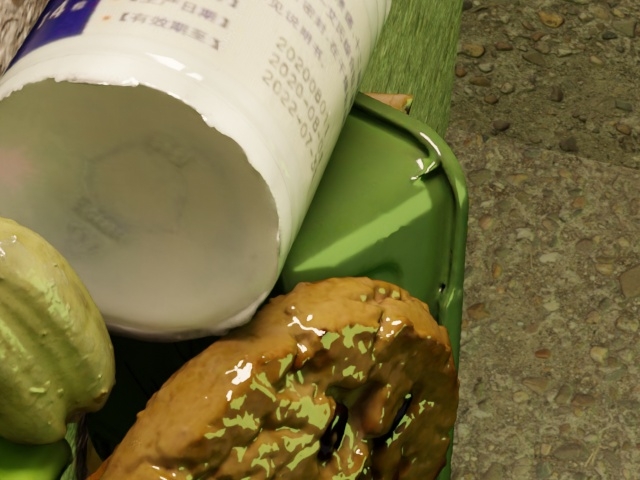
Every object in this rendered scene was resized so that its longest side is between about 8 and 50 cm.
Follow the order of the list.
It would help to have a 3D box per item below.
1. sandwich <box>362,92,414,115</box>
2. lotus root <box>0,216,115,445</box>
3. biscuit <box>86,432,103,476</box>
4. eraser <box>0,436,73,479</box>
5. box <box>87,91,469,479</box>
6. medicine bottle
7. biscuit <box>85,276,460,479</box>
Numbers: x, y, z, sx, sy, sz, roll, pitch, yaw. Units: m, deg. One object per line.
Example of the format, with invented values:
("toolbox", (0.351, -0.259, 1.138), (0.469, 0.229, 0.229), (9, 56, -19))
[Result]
("sandwich", (0.000, 0.000, 1.702), (0.155, 0.198, 0.227), (87, 5, -64))
("lotus root", (-0.171, 0.040, 1.056), (0.090, 0.077, 0.183), (-40, 138, -9))
("biscuit", (-0.146, 0.125, 1.603), (0.309, 0.040, 0.205), (86, 19, -65))
("eraser", (-0.222, 0.242, 1.066), (0.274, 0.092, 0.210), (-61, 163, -59))
("box", (-0.045, 0.052, 1.365), (0.178, 0.252, 0.329), (-26, 131, -38))
("medicine bottle", (-0.069, -0.115, 1.182), (0.332, 0.190, 0.190), (-68, 169, -48))
("biscuit", (-0.025, 0.151, 1.192), (0.296, 0.075, 0.296), (-32, 142, -29))
